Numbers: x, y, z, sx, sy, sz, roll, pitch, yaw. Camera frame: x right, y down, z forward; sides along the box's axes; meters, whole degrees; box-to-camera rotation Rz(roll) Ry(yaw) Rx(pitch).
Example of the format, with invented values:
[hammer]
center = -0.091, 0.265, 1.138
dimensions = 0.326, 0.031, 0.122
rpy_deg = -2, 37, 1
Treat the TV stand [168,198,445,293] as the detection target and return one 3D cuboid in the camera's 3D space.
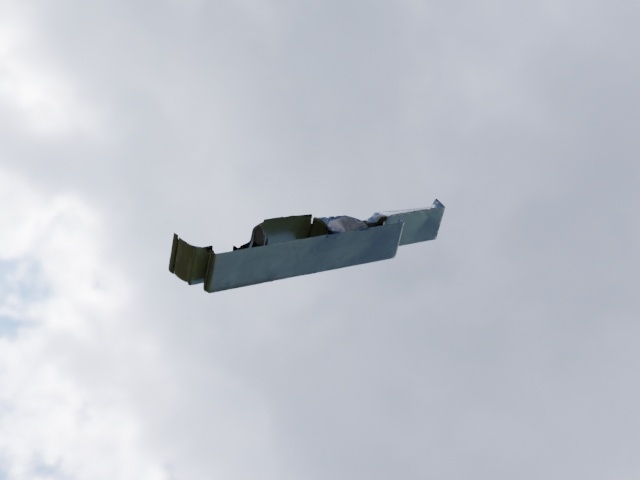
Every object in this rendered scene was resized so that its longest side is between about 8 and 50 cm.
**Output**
[TV stand]
center = 0.000, 0.000, 1.012
dimensions = 0.042, 0.249, 0.036
rpy_deg = 37, -55, 43
